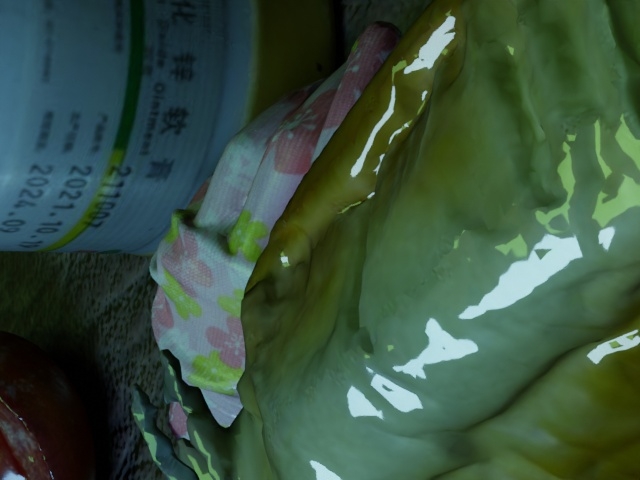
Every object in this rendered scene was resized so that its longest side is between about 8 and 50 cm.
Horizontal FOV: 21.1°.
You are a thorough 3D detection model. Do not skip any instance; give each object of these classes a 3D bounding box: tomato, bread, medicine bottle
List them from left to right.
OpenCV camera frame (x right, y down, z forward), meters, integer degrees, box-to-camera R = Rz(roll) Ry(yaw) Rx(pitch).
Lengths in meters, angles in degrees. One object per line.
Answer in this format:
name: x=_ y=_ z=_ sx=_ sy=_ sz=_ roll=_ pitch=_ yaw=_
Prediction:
tomato: x=-0.246 y=0.147 z=1.208 sx=0.233 sy=0.139 sz=0.200 roll=18 pitch=114 yaw=18
medicine bottle: x=-0.147 y=-0.109 z=0.998 sx=0.238 sy=0.232 sz=0.238 roll=-1 pitch=88 yaw=53
bread: x=0.103 y=0.018 z=0.642 sx=0.388 sy=0.236 sz=0.183 roll=-48 pitch=35 yaw=37

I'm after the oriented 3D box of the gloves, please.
gloves: x=-0.010 y=0.002 z=0.898 sx=0.145 sy=0.126 sz=0.241 roll=39 pitch=129 yaw=42
